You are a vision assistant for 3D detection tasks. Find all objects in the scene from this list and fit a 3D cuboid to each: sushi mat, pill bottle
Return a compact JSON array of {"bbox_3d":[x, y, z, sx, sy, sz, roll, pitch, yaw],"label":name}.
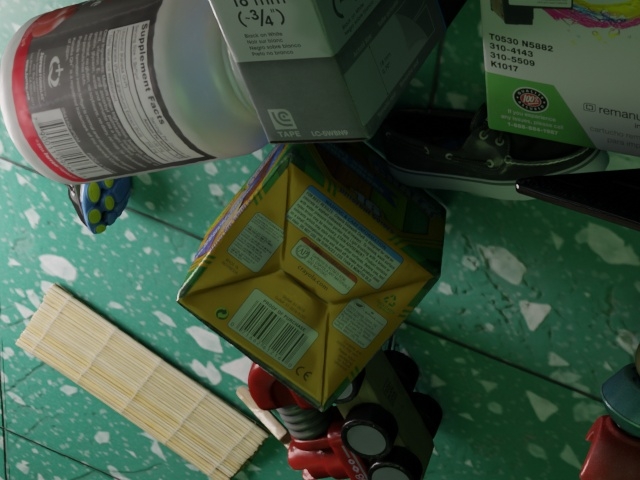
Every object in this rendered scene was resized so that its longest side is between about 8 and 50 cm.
[{"bbox_3d":[-0.213,0.177,2.330,0.317,0.019,0.151,35,139,-1],"label":"sushi mat"},{"bbox_3d":[-0.136,-0.156,1.833,0.319,0.176,0.176,-8,125,38],"label":"pill bottle"}]

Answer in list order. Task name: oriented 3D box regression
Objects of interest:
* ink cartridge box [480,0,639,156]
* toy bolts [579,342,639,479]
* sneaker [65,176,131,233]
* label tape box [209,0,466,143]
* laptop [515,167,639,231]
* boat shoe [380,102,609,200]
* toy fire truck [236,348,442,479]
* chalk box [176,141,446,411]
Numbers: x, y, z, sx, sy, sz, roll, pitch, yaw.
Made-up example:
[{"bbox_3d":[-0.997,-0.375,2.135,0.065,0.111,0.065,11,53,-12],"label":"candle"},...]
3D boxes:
[{"bbox_3d":[0.238,-0.214,1.578,0.201,0.117,0.278,13,135,23],"label":"ink cartridge box"},{"bbox_3d":[0.368,0.163,1.811,0.229,0.218,0.158,20,116,-3],"label":"toy bolts"},{"bbox_3d":[-0.261,-0.090,2.079,0.078,0.067,0.188,22,145,46],"label":"sneaker"},{"bbox_3d":[-0.006,-0.280,1.578,0.106,0.240,0.333,1,130,33],"label":"label tape box"},{"bbox_3d":[0.415,0.092,1.600,0.382,0.408,0.236,20,108,43],"label":"laptop"},{"bbox_3d":[0.152,-0.093,1.790,0.229,0.080,0.076,7,135,38],"label":"boat shoe"},{"bbox_3d":[-0.016,0.173,2.120,0.246,0.158,0.217,-14,122,29],"label":"toy fire truck"},{"bbox_3d":[0.000,0.000,1.860,0.180,0.289,0.179,37,107,-7],"label":"chalk box"}]
